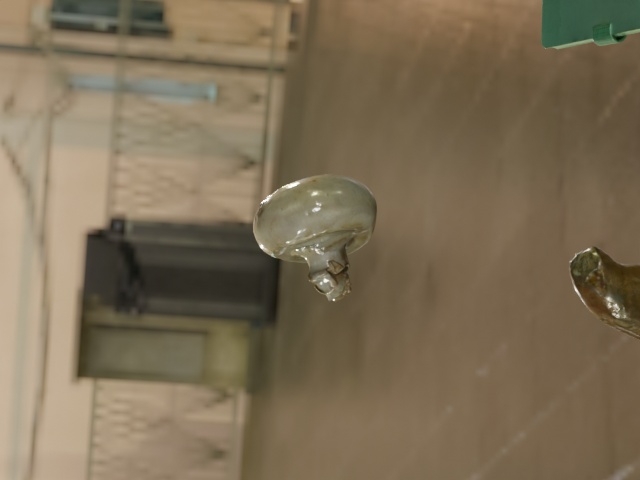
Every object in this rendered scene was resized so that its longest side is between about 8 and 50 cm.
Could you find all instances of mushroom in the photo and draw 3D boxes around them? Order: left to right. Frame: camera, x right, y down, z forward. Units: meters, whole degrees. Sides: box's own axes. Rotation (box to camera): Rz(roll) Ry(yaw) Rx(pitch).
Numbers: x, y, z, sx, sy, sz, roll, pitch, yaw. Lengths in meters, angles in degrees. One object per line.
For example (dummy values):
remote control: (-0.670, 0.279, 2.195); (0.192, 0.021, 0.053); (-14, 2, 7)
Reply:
mushroom: (0.000, 0.000, 1.173); (0.085, 0.085, 0.079); (122, 141, -72)

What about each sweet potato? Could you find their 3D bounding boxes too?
sweet potato: (0.226, 0.085, 1.109); (0.233, 0.081, 0.062); (61, 170, -29)

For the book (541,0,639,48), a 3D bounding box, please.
book: (0.213, -0.194, 1.333); (0.135, 0.017, 0.103); (-6, 80, 55)
